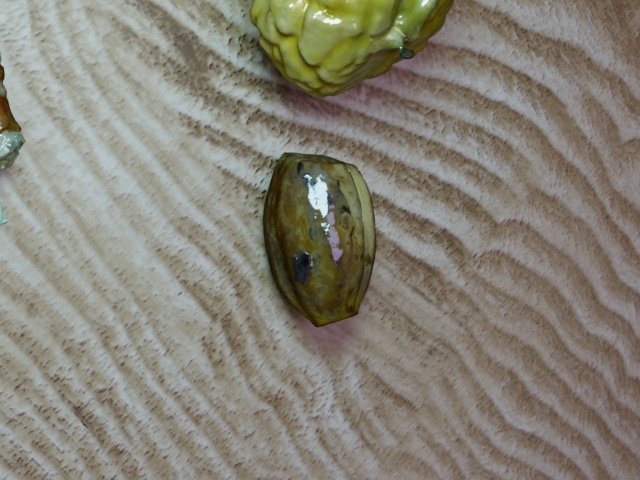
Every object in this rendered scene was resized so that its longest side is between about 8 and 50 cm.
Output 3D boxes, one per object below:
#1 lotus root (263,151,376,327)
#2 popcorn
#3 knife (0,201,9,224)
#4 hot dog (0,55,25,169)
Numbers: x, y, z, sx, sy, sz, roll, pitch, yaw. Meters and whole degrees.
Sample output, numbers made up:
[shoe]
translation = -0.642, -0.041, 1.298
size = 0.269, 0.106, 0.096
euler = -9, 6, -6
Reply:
[lotus root]
translation = 0.008, 0.000, 1.576
size = 0.193, 0.193, 0.291
euler = -7, 99, -34
[popcorn]
translation = 0.032, -0.410, 1.477
size = 0.349, 0.349, 0.382
euler = -31, 81, -28
[knife]
translation = -0.462, 0.030, 1.356
size = 0.054, 0.015, 0.212
euler = -6, 98, -42
[hot dog]
translation = -0.474, -0.181, 1.277
size = 0.146, 0.103, 0.213
euler = -9, 91, -12
